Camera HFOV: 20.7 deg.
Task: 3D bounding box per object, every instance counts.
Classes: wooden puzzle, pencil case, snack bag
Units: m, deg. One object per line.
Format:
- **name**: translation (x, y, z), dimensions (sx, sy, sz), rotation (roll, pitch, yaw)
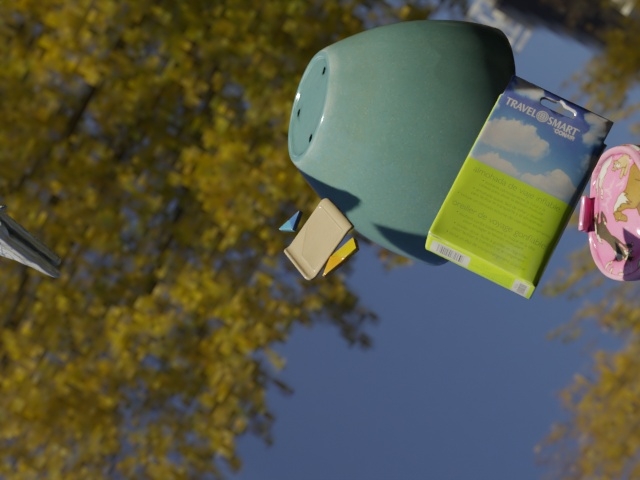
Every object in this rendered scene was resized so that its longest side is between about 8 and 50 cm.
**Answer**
- **wooden puzzle**: translation (0.000, 0.000, 1.781), dimensions (0.014, 0.078, 0.116), rotation (33, -163, -36)
- **pencil case**: translation (0.485, -0.040, 1.962), dimensions (0.386, 0.167, 0.160), rotation (-4, -124, -23)
- **snack bag**: translation (-0.495, -0.072, 2.059), dimensions (0.323, 0.037, 0.342), rotation (21, 166, 23)

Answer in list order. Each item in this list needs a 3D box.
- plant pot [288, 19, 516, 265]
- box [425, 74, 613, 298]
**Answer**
- **plant pot**: translation (0.075, -0.132, 2.043), dimensions (0.195, 0.290, 0.290), rotation (13, -152, -17)
- **box**: translation (0.180, -0.050, 1.586), dimensions (0.109, 0.178, 0.042), rotation (26, 160, 6)
